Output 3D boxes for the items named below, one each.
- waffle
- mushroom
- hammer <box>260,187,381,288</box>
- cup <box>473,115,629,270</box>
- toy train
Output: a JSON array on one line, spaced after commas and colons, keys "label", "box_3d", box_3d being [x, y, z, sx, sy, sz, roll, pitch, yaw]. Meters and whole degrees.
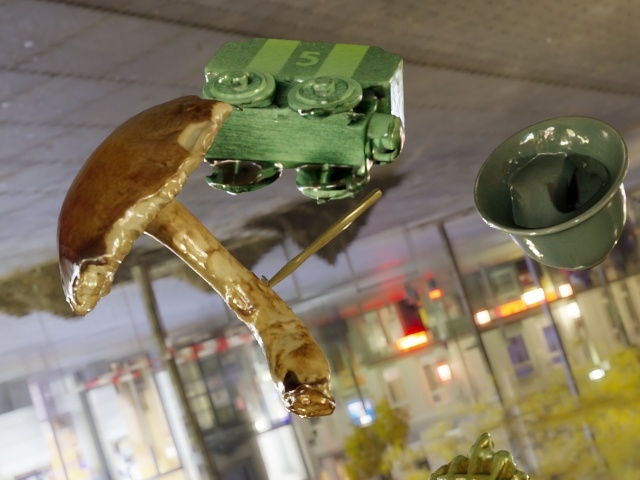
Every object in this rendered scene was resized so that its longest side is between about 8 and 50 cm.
[{"label": "waffle", "box_3d": [0.185, 0.362, 1.517, 0.208, 0.214, 0.054, -46, 134, 12]}, {"label": "mushroom", "box_3d": [-0.126, 0.028, 1.164, 0.208, 0.302, 0.233, -21, -170, 10]}, {"label": "hammer", "box_3d": [0.000, 0.000, 1.470, 0.199, 0.013, 0.062, -41, 165, -20]}, {"label": "cup", "box_3d": [0.312, -0.038, 1.584, 0.199, 0.199, 0.150, -20, 131, 18]}, {"label": "toy train", "box_3d": [-0.029, -0.169, 1.643, 0.299, 0.167, 0.238, 7, -145, 14]}]
